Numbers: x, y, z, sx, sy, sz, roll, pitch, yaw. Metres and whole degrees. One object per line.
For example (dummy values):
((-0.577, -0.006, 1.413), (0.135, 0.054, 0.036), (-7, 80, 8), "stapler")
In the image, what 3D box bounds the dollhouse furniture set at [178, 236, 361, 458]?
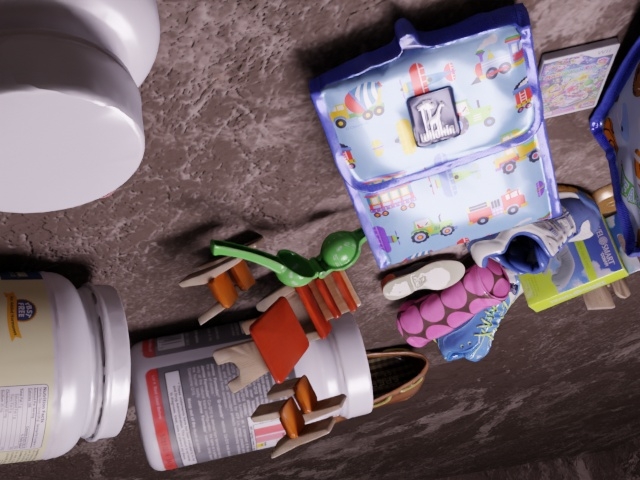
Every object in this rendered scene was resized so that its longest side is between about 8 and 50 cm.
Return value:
((-0.041, 0.117, 1.191), (0.135, 0.262, 0.259), (-25, -174, 17), "dollhouse furniture set")

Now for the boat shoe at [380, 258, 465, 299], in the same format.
((0.162, 0.058, 1.385), (0.137, 0.049, 0.043), (-18, -163, 2), "boat shoe")

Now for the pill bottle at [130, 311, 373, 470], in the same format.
((-0.111, 0.233, 1.401), (0.363, 0.210, 0.210), (-10, 154, -8), "pill bottle")

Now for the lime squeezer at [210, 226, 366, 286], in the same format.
((0.000, 0.000, 1.117), (0.310, 0.059, 0.110), (-16, 122, -24), "lime squeezer")

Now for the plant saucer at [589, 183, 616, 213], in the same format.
((0.442, -0.061, 1.318), (0.083, 0.015, 0.083), (-11, 154, -6), "plant saucer")

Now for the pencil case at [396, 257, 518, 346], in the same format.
((0.222, 0.101, 1.454), (0.095, 0.098, 0.209), (39, 132, -18), "pencil case")

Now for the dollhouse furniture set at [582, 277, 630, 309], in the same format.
((0.453, 0.090, 1.506), (0.144, 0.123, 0.151), (0, 151, -27), "dollhouse furniture set")

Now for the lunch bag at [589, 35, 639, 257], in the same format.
((0.498, -0.160, 0.900), (0.328, 0.239, 0.385), (-12, 162, 0), "lunch bag")

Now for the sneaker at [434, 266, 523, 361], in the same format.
((0.293, 0.138, 1.516), (0.091, 0.126, 0.240), (10, 146, -41), "sneaker")

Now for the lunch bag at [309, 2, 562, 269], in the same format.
((0.123, -0.127, 0.928), (0.221, 0.138, 0.293), (-17, 142, 8), "lunch bag")

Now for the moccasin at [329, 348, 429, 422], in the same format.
((0.036, 0.288, 1.673), (0.380, 0.139, 0.147), (-5, 152, -20), "moccasin")

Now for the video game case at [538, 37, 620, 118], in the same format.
((0.287, -0.182, 0.996), (0.087, 0.011, 0.122), (-13, 154, -2), "video game case")

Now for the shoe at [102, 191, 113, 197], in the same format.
((-0.231, -0.071, 0.869), (0.063, 0.081, 0.178), (-9, 154, -11), "shoe")

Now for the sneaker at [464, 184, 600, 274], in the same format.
((0.298, -0.005, 1.226), (0.296, 0.131, 0.112), (3, 148, -35), "sneaker")

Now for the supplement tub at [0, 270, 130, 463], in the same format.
((-0.417, 0.155, 1.053), (0.325, 0.235, 0.235), (0, 151, -28), "supplement tub")

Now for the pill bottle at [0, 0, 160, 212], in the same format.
((-0.176, -0.159, 0.499), (0.152, 0.272, 0.152), (-11, 154, -6), "pill bottle")

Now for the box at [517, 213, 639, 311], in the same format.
((0.402, 0.030, 1.375), (0.178, 0.109, 0.042), (-25, 151, 22), "box")
